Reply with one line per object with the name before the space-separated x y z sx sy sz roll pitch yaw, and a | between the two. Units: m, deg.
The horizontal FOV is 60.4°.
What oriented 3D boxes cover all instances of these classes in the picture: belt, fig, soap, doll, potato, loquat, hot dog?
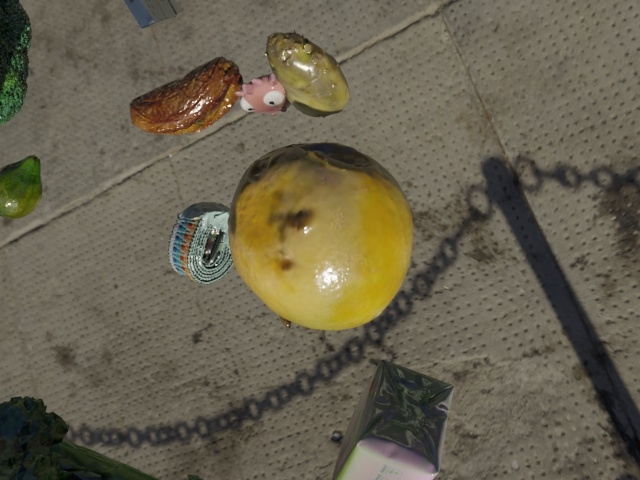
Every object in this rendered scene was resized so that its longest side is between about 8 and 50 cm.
belt | -0.358 0.002 1.734 0.150 0.207 0.257 17 85 37
fig | -0.723 -0.133 1.319 0.156 0.123 0.123 -47 71 10
soap | 0.118 0.339 0.928 0.139 0.182 0.199 21 131 4
doll | -0.142 -0.440 1.642 0.262 0.211 0.093 -14 77 32
potato | -0.033 -0.434 1.437 0.192 0.296 0.141 22 81 36
loquat | 0.000 0.000 0.686 0.244 0.244 0.243 -2 84 21
hot dog | -0.418 -0.442 1.766 0.388 0.267 0.174 -22 100 15

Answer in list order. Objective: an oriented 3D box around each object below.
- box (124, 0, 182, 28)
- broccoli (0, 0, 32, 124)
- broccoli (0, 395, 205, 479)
box | -0.239 -0.342 0.752 0.024 0.167 0.090 -26 113 12
broccoli | -0.611 -0.313 0.900 0.275 0.308 0.307 34 98 -6
broccoli | -0.149 0.216 0.304 0.269 0.242 0.261 53 134 36
